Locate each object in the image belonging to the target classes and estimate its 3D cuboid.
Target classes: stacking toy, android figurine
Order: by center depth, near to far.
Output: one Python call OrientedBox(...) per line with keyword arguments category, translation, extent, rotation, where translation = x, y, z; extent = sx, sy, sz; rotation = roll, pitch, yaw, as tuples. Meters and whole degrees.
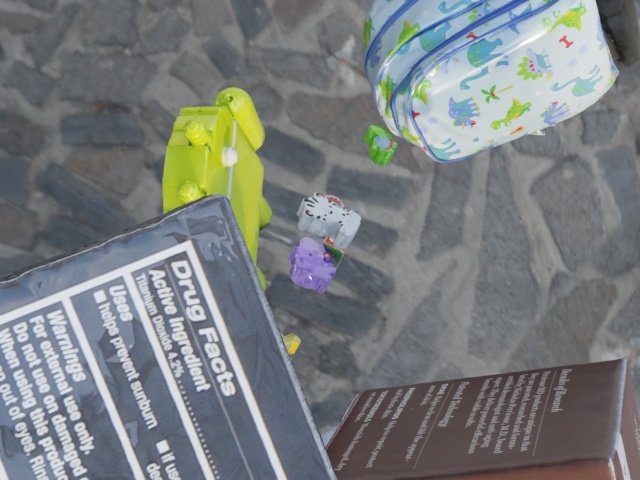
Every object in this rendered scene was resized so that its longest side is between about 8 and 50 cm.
OrientedBox(category="stacking toy", translation=(0.000, 0.000, 1.055), extent=(0.052, 0.221, 0.167), rotation=(27, 124, 1))
OrientedBox(category="android figurine", translation=(-0.099, -0.033, 1.163), extent=(0.056, 0.273, 0.248), rotation=(1, 70, 10))

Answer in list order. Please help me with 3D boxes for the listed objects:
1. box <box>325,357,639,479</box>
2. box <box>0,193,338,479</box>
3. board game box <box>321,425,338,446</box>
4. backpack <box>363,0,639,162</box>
OrientedBox(category="box", translation=(0.117, 0.195, 0.770), extent=(0.203, 0.167, 0.169), rotation=(-10, 102, 19))
OrientedBox(category="box", translation=(-0.140, 0.175, 0.470), extent=(0.294, 0.182, 0.296), rotation=(-22, 93, -26))
OrientedBox(category="board game box", translation=(0.082, 0.288, 1.627), extent=(0.194, 0.194, 0.060), rotation=(-2, 112, 6))
OrientedBox(category="backpack", translation=(0.227, -0.259, 1.473), extent=(0.355, 0.290, 0.274), rotation=(-9, 61, 16))
